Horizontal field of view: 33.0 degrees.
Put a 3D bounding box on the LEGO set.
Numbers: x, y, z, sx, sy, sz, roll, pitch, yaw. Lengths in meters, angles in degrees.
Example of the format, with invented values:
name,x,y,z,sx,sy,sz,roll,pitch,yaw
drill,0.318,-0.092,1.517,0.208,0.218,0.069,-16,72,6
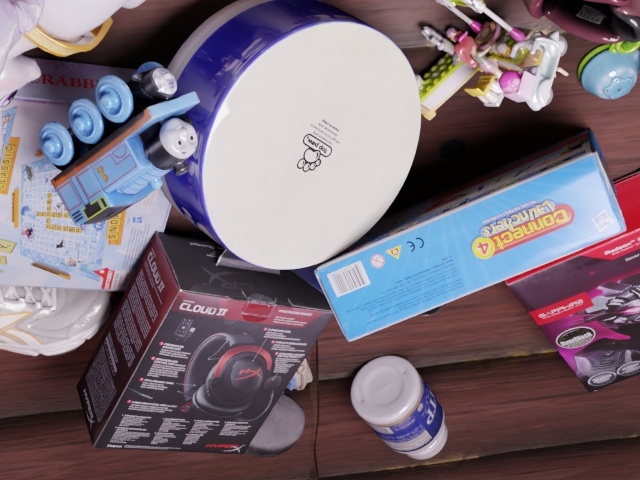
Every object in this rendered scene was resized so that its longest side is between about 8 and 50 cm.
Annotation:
name,x,y,z,sx,sy,sz,roll,pitch,yaw
LEGO set,0.127,-0.187,1.113,0.107,0.132,0.287,31,160,-27

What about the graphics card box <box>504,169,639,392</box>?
name,x,y,z,sx,sy,sz,roll,pitch,yaw
graphics card box,0.416,0.069,1.513,0.233,0.094,0.371,-24,141,17

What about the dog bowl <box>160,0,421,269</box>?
name,x,y,z,sx,sy,sz,roll,pitch,yaw
dog bowl,-0.031,-0.107,1.081,0.265,0.104,0.264,-19,125,-29

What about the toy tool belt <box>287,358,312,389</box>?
name,x,y,z,sx,sy,sz,roll,pitch,yaw
toy tool belt,-0.045,0.170,1.450,0.051,0.052,0.083,-32,136,-12

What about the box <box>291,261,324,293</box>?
name,x,y,z,sx,sy,sz,roll,pitch,yaw
box,0.000,0.000,1.294,0.037,0.136,0.225,-29,138,23

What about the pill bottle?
name,x,y,z,sx,sy,sz,roll,pitch,yaw
pill bottle,0.130,0.267,1.679,0.112,0.112,0.186,-21,141,13

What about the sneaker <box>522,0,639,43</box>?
name,x,y,z,sx,sy,sz,roll,pitch,yaw
sneaker,0.316,-0.252,1.029,0.282,0.162,0.106,-10,142,0

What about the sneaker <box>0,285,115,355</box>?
name,x,y,z,sx,sy,sz,roll,pitch,yaw
sneaker,-0.391,0.080,1.342,0.263,0.099,0.121,-11,137,-1

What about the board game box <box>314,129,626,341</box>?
name,x,y,z,sx,sy,sz,roll,pitch,yaw
board game box,0.177,-0.015,1.211,0.308,0.086,0.302,-23,-176,17

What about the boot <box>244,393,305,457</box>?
name,x,y,z,sx,sy,sz,roll,pitch,yaw
boot,-0.081,0.190,1.543,0.223,0.118,0.338,-41,141,19

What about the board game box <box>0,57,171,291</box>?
name,x,y,z,sx,sy,sz,roll,pitch,yaw
board game box,-0.324,-0.065,1.194,0.318,0.065,0.318,4,140,-19

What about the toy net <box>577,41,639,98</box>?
name,x,y,z,sx,sy,sz,roll,pitch,yaw
toy net,0.411,-0.209,1.207,0.232,0.045,0.122,-5,140,-10

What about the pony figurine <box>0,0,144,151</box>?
name,x,y,z,sx,sy,sz,roll,pitch,yaw
pony figurine,-0.243,-0.238,0.872,0.364,0.302,0.351,-32,148,4

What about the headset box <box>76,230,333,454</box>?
name,x,y,z,sx,sy,sz,roll,pitch,yaw
headset box,-0.137,0.123,1.320,0.218,0.110,0.293,10,125,-34

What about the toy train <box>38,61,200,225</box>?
name,x,y,z,sx,sy,sz,roll,pitch,yaw
toy train,-0.181,-0.088,0.988,0.184,0.105,0.080,-27,-176,41
